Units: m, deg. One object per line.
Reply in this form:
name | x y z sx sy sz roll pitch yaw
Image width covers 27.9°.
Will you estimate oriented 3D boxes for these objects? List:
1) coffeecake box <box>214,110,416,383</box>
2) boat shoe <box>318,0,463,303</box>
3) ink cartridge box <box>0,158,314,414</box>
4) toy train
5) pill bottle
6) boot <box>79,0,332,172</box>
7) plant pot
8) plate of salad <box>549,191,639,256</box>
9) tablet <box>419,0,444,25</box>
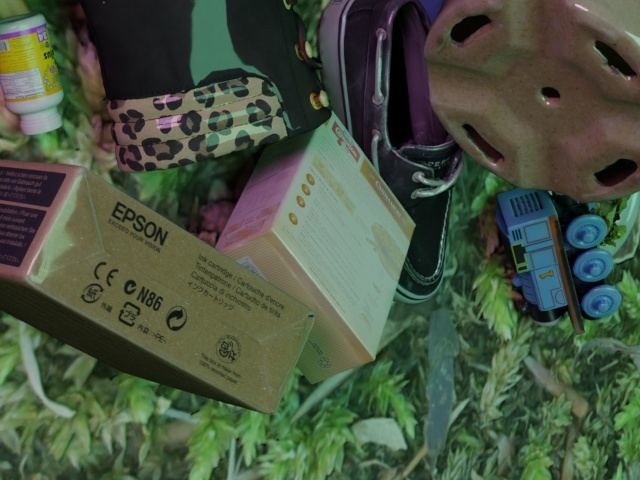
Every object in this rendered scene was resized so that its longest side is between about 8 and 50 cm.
coffeecake box | 0.000 0.000 1.066 0.142 0.068 0.185 52 33 -22
boat shoe | 0.081 -0.078 1.169 0.108 0.102 0.301 -23 111 -37
ink cartridge box | -0.152 0.031 0.920 0.234 0.193 0.088 35 73 -40
toy train | 0.247 0.018 1.334 0.080 0.105 0.184 -95 167 -52
pill bottle | -0.213 -0.121 0.941 0.043 0.043 0.083 -25 114 -36
boot | -0.042 -0.233 1.011 0.377 0.138 0.284 -23 111 -33
plant pot | 0.249 -0.211 1.106 0.305 0.333 0.334 -57 129 -33
plate of salad | 0.303 -0.064 1.405 0.199 0.048 0.200 -8 103 -41
tablet | 0.095 -0.197 1.227 0.054 0.006 0.083 3 94 -41
